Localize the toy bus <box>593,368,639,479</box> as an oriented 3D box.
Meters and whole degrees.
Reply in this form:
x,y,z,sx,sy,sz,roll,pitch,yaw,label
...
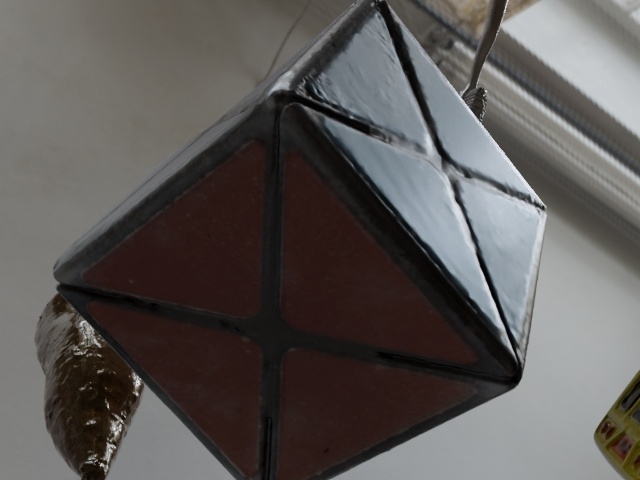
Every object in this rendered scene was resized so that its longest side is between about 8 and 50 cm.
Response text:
x,y,z,sx,sy,sz,roll,pitch,yaw,label
0.350,0.189,0.601,0.331,0.145,0.151,38,-86,-2,toy bus

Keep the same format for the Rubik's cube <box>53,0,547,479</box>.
x,y,z,sx,sy,sz,roll,pitch,yaw,label
0.000,0.000,0.725,0.259,0.255,0.260,49,-150,-15,Rubik's cube

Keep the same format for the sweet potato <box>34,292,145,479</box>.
x,y,z,sx,sy,sz,roll,pitch,yaw,label
-0.268,0.174,1.113,0.131,0.336,0.131,-9,-62,-18,sweet potato

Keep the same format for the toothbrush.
x,y,z,sx,sy,sz,roll,pitch,yaw,label
0.185,-0.239,0.975,0.025,0.029,0.307,30,-115,-27,toothbrush
